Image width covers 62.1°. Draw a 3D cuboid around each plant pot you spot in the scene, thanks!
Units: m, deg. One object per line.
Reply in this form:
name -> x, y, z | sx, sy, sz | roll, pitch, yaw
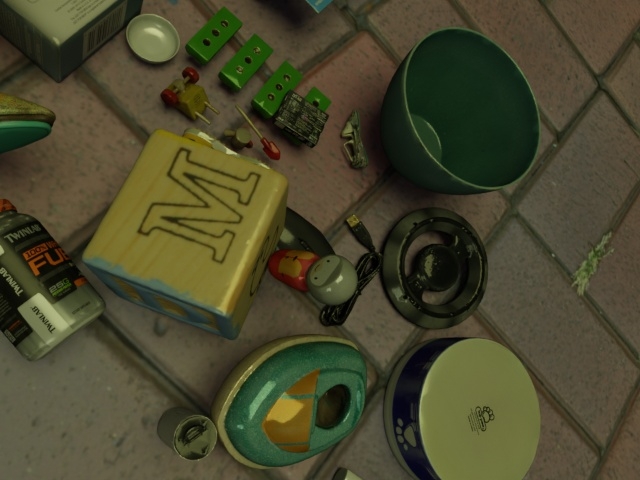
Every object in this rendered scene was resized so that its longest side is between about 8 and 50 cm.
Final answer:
plant pot -> 0.223, -0.205, 0.976 | 0.290, 0.195, 0.290 | 6, 75, -24

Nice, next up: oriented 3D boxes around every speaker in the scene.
speaker -> -0.182, 0.256, 0.713 | 0.055, 0.136, 0.055 | 6, 75, -25

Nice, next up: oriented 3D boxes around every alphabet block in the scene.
alphabet block -> -0.168, 0.000, 0.725 | 0.193, 0.192, 0.197 | 21, 70, 0

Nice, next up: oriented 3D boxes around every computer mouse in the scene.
computer mouse -> 0.000, 0.000, 0.901 | 0.262, 0.060, 0.184 | 47, 65, -9

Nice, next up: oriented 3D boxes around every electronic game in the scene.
electronic game -> 0.218, 0.051, 0.999 | 0.229, 0.048, 0.229 | 2, 84, -19

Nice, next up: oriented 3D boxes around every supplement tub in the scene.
supplement tub -> -0.379, 0.048, 0.679 | 0.117, 0.117, 0.190 | -41, 98, -27

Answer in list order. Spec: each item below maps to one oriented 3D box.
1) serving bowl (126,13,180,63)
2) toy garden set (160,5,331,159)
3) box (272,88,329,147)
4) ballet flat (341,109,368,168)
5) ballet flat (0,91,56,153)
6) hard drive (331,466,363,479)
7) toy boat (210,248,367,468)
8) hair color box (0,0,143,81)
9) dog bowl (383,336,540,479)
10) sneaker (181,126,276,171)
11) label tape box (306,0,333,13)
serving bowl -> -0.273, -0.323, 0.863 | 0.083, 0.027, 0.083 | 5, 77, -24
toy garden set -> -0.130, -0.242, 0.903 | 0.244, 0.049, 0.204 | 39, 63, -14
box -> -0.033, -0.207, 0.904 | 0.083, 0.018, 0.067 | 29, 66, -19
ballet flat -> 0.060, -0.188, 0.986 | 0.041, 0.041, 0.114 | -5, 80, -26
ballet flat -> -0.493, -0.128, 0.612 | 0.348, 0.123, 0.123 | -20, 87, -1
hard drive -> 0.101, 0.535, 0.839 | 0.307, 0.040, 0.203 | 40, 65, -12
toy boat -> -0.021, 0.169, 0.745 | 0.267, 0.148, 0.318 | -5, 103, -42
hair color box -> -0.459, -0.434, 0.752 | 0.374, 0.113, 0.185 | 42, 64, -12
dog bowl -> 0.249, 0.302, 0.926 | 0.264, 0.104, 0.265 | 6, 77, -24
sneaker -> -0.150, -0.101, 0.852 | 0.185, 0.069, 0.084 | 27, 70, -9
label tape box -> -0.073, -0.570, 0.969 | 0.334, 0.106, 0.241 | 46, 63, -10
